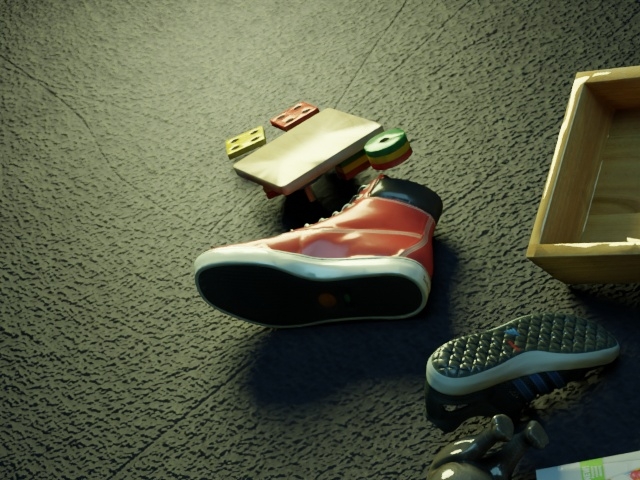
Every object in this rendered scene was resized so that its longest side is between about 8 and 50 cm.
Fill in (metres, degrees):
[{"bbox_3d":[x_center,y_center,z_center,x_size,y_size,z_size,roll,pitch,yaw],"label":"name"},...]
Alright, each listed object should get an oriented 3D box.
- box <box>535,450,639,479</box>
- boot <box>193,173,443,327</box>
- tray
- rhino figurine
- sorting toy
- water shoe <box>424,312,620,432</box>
[{"bbox_3d":[0.280,0.238,1.571,0.186,0.038,0.145,-12,39,11],"label":"box"},{"bbox_3d":[0.000,0.000,1.929,0.244,0.088,0.176,0,41,11],"label":"boot"},{"bbox_3d":[0.391,-0.066,1.710,0.411,0.076,0.203,-2,64,45],"label":"tray"},{"bbox_3d":[0.120,0.242,1.571,0.106,0.073,0.243,-39,15,33],"label":"rhino figurine"},{"bbox_3d":[-0.011,-0.086,2.043,0.132,0.046,0.274,-32,24,-17],"label":"sorting toy"},{"bbox_3d":[0.180,0.121,1.726,0.203,0.080,0.073,-8,37,-27],"label":"water shoe"}]
